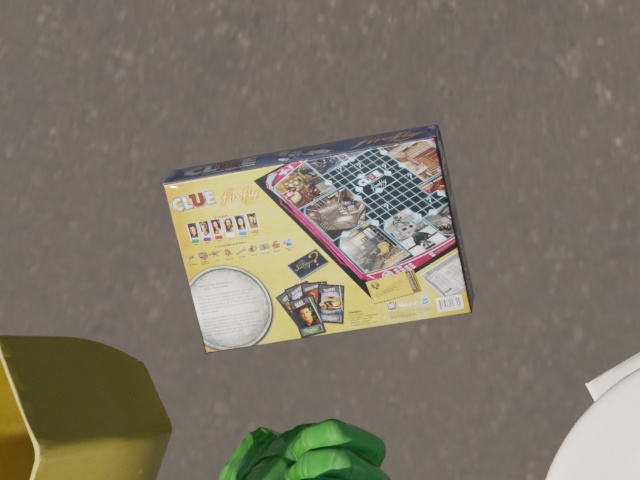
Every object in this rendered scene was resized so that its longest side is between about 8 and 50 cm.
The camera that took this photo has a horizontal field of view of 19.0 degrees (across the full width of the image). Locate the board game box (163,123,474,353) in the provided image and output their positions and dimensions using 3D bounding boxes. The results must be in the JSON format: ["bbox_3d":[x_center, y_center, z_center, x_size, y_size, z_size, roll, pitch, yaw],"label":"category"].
[{"bbox_3d":[0.000,0.000,1.675,0.243,0.042,0.165,-9,108,11],"label":"board game box"}]

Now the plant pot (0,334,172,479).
[{"bbox_3d":[-0.125,0.100,0.989,0.083,0.081,0.081,-5,137,-27],"label":"plant pot"}]

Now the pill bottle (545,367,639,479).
[{"bbox_3d":[0.191,0.138,0.795,0.152,0.152,0.272,-18,161,16],"label":"pill bottle"}]

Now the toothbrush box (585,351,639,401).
[{"bbox_3d":[0.311,0.203,1.243,0.126,0.216,0.295,-32,139,9],"label":"toothbrush box"}]

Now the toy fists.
[{"bbox_3d":[-0.045,0.252,1.471,0.142,0.279,0.096,5,139,41],"label":"toy fists"}]
